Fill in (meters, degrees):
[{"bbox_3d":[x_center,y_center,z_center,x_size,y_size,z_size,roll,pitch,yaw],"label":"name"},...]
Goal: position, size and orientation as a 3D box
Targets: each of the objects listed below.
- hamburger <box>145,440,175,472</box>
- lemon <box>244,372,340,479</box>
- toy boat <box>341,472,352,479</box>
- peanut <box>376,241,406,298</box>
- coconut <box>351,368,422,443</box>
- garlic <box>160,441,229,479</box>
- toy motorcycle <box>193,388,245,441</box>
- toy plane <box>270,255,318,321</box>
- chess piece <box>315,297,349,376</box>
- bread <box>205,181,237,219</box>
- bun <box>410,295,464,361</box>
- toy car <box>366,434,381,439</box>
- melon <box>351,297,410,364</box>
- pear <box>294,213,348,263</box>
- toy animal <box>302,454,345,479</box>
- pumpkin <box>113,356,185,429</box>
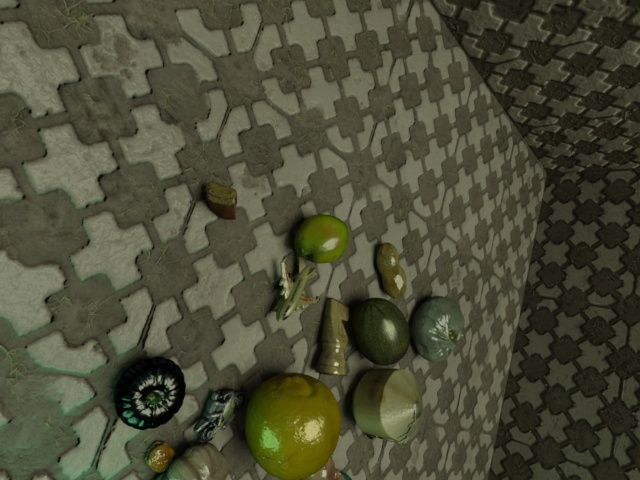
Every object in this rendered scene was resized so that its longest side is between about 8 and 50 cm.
[{"bbox_3d":[-0.473,0.639,1.245,0.083,0.044,0.076,49,63,-37],"label":"hamburger"},{"bbox_3d":[-0.093,0.618,1.415,0.347,0.347,0.348,-4,95,-43],"label":"lemon"},{"bbox_3d":[0.092,1.058,1.794,0.110,0.091,0.175,-32,114,-7],"label":"toy boat"},{"bbox_3d":[0.329,0.134,1.925,0.125,0.111,0.275,-34,116,-41],"label":"peanut"},{"bbox_3d":[0.301,0.699,1.800,0.322,0.322,0.323,-4,95,-43],"label":"coconut"},{"bbox_3d":[-0.347,0.734,1.249,0.218,0.212,0.219,-29,131,-40],"label":"garlic"},{"bbox_3d":[-0.329,0.547,1.364,0.193,0.061,0.124,-44,122,-35],"label":"toy motorcycle"},{"bbox_3d":[-0.097,0.184,1.531,0.256,0.104,0.242,-55,129,-26],"label":"toy plane"},{"bbox_3d":[0.055,0.387,1.694,0.137,0.137,0.301,21,68,-42],"label":"chess piece"},{"bbox_3d":[-0.309,-0.122,1.304,0.119,0.192,0.067,32,72,-1],"label":"bread"},{"bbox_3d":[0.621,0.450,2.167,0.354,0.194,0.355,-6,99,-43],"label":"bun"},{"bbox_3d":[0.273,0.840,1.942,0.170,0.080,0.071,-36,114,-35],"label":"toy car"},{"bbox_3d":[0.253,0.381,1.783,0.237,0.237,0.302,-41,119,-34],"label":"melon"},{"bbox_3d":[0.000,0.000,1.553,0.219,0.187,0.188,-36,117,-49],"label":"pear"},{"bbox_3d":[0.018,0.958,1.659,0.166,0.154,0.250,-26,93,-50],"label":"toy animal"},{"bbox_3d":[-0.470,0.423,1.172,0.194,0.150,0.194,-26,131,-33],"label":"pumpkin"}]
